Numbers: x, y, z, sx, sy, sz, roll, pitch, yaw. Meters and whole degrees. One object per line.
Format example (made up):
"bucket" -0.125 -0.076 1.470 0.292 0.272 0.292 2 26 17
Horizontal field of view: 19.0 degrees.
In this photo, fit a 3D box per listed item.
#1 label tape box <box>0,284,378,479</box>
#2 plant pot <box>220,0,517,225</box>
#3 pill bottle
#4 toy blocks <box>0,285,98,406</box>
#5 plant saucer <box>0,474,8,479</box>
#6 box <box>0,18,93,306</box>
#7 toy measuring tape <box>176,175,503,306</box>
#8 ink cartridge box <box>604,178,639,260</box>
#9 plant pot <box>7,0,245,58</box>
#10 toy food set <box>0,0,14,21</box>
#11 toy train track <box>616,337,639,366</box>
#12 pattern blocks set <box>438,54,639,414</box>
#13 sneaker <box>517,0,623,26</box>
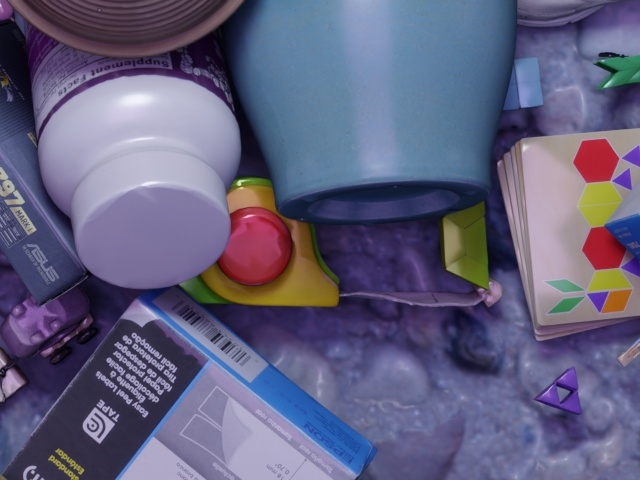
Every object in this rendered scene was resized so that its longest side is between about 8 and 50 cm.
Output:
"label tape box" -0.148 0.240 1.650 0.241 0.106 0.333 39 103 3
"plant pot" 0.043 -0.151 1.608 0.272 0.271 0.255 -4 79 2
"pill bottle" -0.156 -0.111 1.601 0.169 0.169 0.301 -14 50 1
"toy blocks" -0.401 0.034 1.634 0.288 0.260 0.309 -38 86 -1
"plant saucer" -0.319 0.299 1.641 0.333 0.081 0.332 39 129 3
"box" -0.255 -0.072 1.655 0.059 0.183 0.232 -32 94 19
"toy measuring tape" 0.000 0.000 1.703 0.330 0.121 0.121 1 87 -6
"ink cartridge box" 0.381 0.012 1.675 0.231 0.078 0.134 43 72 -7
"plant pot" -0.149 -0.257 1.455 0.237 0.110 0.237 0 95 -4
"toy food set" -0.276 -0.239 1.767 0.122 0.019 0.078 -3 87 -6
"toy train track" 0.296 0.081 1.698 0.083 0.014 0.048 -41 103 -3
"pattern blocks set" 0.245 -0.006 1.711 0.285 0.026 0.324 3 88 -11
"sneaker" 0.265 -0.253 1.698 0.262 0.121 0.099 -7 86 1
